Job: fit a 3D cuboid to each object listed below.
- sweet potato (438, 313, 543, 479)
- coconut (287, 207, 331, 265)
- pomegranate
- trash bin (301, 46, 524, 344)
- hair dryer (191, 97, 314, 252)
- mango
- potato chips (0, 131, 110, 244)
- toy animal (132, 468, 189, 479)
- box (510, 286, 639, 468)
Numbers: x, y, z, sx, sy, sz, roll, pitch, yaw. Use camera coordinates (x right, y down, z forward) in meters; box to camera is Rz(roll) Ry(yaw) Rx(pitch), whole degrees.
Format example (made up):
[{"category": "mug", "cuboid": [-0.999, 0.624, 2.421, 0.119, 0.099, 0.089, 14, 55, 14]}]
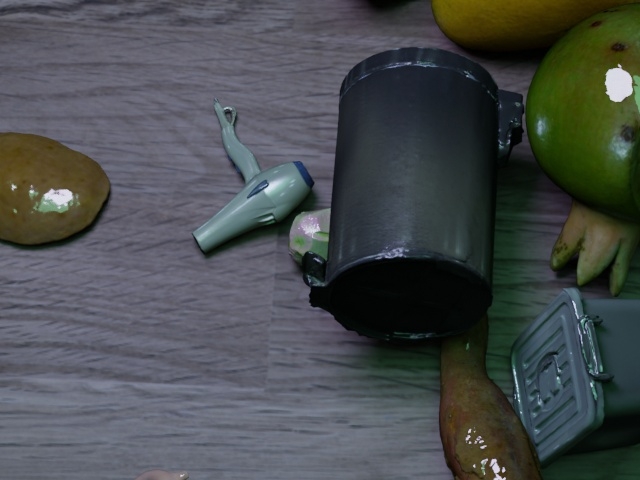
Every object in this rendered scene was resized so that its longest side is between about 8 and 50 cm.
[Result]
[{"category": "sweet potato", "cuboid": [0.187, 0.203, 1.756, 0.109, 0.109, 0.385, -10, 53, -3]}, {"category": "coconut", "cuboid": [0.000, 0.000, 1.851, 0.082, 0.083, 0.081, -10, 55, 23]}, {"category": "pomegranate", "cuboid": [0.351, -0.125, 1.814, 0.216, 0.310, 0.358, 31, 105, 31]}, {"category": "trash bin", "cuboid": [0.113, -0.051, 1.771, 0.252, 0.203, 0.301, 3, 56, 6]}, {"category": "hair dryer", "cuboid": [-0.125, -0.077, 1.903, 0.167, 0.067, 0.199, -44, 63, -9]}, {"category": "mango", "cuboid": [0.318, -0.359, 1.901, 0.378, 0.264, 0.221, -20, 64, 10]}, {"category": "potato chips", "cuboid": [-0.374, -0.071, 1.900, 0.202, 0.049, 0.150, 20, 65, 15]}, {"category": "toy animal", "cuboid": [-0.210, 0.320, 1.730, 0.150, 0.089, 0.083, -36, 32, -10]}, {"category": "box", "cuboid": [0.319, 0.157, 1.707, 0.135, 0.243, 0.163, -2, 67, -12]}]
